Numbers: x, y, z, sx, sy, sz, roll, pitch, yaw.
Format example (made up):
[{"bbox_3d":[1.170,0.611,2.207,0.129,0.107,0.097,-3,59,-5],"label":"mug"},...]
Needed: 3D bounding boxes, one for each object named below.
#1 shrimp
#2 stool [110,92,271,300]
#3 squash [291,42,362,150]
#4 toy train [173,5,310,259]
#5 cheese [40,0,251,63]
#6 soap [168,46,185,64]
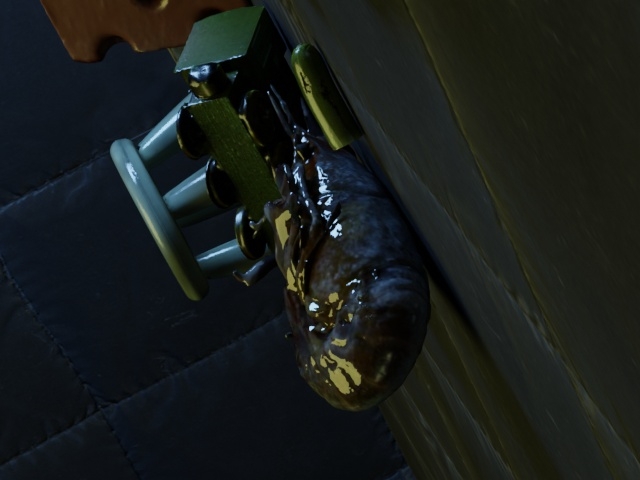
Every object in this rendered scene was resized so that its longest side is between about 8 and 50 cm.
[{"bbox_3d":[0.007,-0.003,1.584,0.343,0.116,0.145,-107,29,-44],"label":"shrimp"},{"bbox_3d":[-0.102,-0.064,2.162,0.195,0.199,0.195,56,175,48],"label":"stool"},{"bbox_3d":[0.002,-0.110,1.507,0.083,0.027,0.027,61,177,-7],"label":"squash"},{"bbox_3d":[-0.050,-0.086,1.762,0.225,0.090,0.137,61,-150,-35],"label":"toy train"},{"bbox_3d":[-0.184,-0.252,1.951,0.128,0.177,0.203,64,177,-38],"label":"cheese"},{"bbox_3d":[-0.175,-0.305,2.240,0.274,0.089,0.173,58,175,42],"label":"soap"}]
